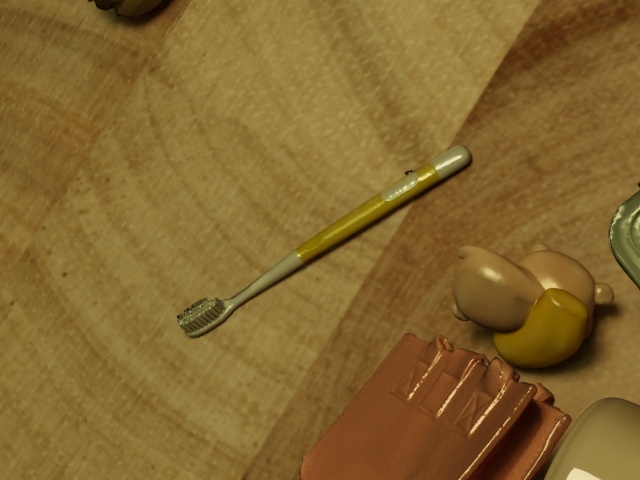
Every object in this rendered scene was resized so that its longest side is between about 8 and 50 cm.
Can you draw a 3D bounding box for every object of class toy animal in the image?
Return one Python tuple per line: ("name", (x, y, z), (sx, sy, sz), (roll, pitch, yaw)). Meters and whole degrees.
("toy animal", (0.157, 0.043, 1.012), (0.114, 0.091, 0.082), (24, 52, 20))

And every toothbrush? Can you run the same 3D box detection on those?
("toothbrush", (0.000, 0.000, 1.131), (0.288, 0.024, 0.021), (-32, 56, 10))

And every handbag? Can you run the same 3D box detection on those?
("handbag", (0.076, 0.146, 0.946), (0.157, 0.059, 0.212), (-52, 18, -8))

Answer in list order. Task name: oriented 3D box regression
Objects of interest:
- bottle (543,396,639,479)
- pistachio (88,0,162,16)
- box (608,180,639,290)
("bottle", (0.257, 0.208, 0.851), (0.236, 0.147, 0.147), (23, 80, 24))
("pistachio", (-0.173, -0.285, 1.297), (0.113, 0.113, 0.149), (40, 96, 33))
("box", (0.322, 0.043, 0.889), (0.163, 0.135, 0.243), (-39, 58, 8))
